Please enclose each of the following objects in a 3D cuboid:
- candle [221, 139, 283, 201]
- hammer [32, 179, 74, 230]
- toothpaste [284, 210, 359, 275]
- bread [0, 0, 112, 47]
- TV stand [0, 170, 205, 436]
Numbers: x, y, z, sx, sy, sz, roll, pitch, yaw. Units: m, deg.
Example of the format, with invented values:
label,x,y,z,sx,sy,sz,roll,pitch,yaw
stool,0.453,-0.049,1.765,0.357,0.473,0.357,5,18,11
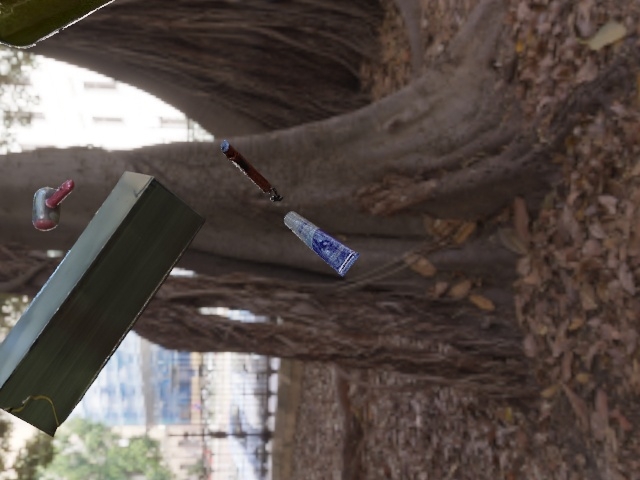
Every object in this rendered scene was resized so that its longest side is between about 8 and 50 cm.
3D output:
label,x,y,z,sx,sy,sz,roll,pitch,yaw
candle,-0.107,-0.104,1.356,0.026,0.021,0.167,44,179,42
hammer,-0.305,-0.047,0.971,0.083,0.031,0.053,-31,56,41
toothpaste,0.000,0.000,0.726,0.083,0.024,0.015,39,178,36
bread,-0.227,-0.349,0.763,0.251,0.376,0.208,50,-163,-63
TV stand,-0.238,0.061,0.873,0.270,0.083,0.088,-56,32,-12
